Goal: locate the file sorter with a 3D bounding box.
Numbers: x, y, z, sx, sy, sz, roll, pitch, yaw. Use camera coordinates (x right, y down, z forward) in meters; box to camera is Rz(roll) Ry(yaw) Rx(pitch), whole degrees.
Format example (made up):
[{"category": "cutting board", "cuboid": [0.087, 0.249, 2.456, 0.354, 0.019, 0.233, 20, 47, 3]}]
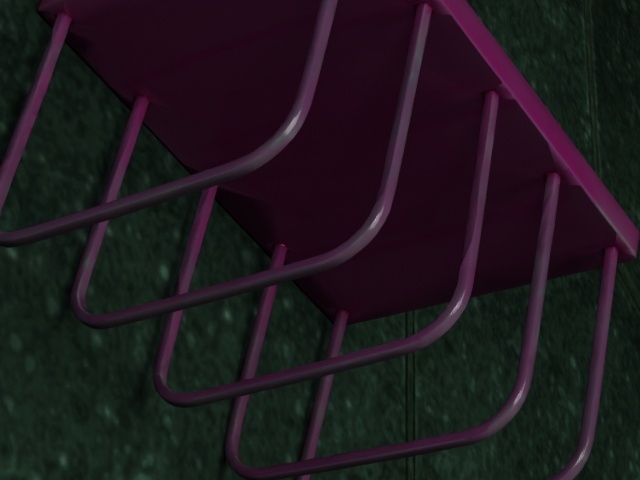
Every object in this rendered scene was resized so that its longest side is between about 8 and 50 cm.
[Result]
[{"category": "file sorter", "cuboid": [0.000, 0.000, 0.979, 0.290, 0.202, 0.182, 48, 42, -36]}]
